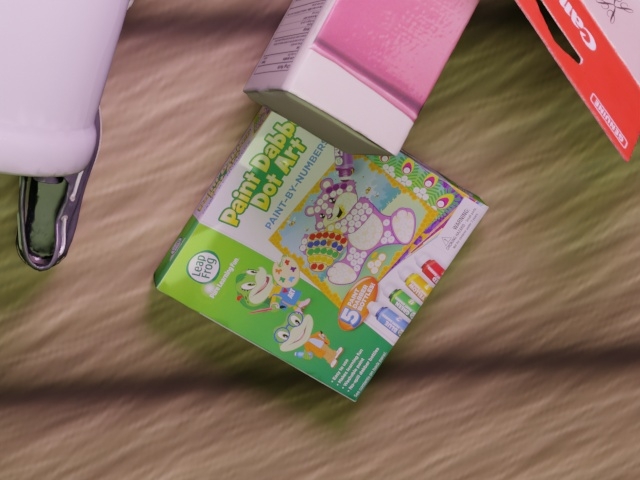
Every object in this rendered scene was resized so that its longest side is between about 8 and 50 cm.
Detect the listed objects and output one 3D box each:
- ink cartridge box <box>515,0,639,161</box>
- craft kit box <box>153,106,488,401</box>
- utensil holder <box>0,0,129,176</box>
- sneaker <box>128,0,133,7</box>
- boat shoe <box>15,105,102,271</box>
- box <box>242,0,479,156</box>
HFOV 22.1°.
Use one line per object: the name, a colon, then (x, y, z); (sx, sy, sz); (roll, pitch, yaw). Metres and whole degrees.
ink cartridge box: (0.257, -0.243, 1.522); (0.060, 0.239, 0.275); (-27, 108, 33)
craft kit box: (0.000, 0.000, 1.658); (0.246, 0.061, 0.250); (31, 100, -14)
utensil holder: (-0.300, -0.286, 1.362); (0.327, 0.327, 0.385); (15, 101, -13)
sneaker: (-0.186, -0.272, 1.523); (0.081, 0.094, 0.208); (28, 102, -17)
boat shoe: (-0.254, -0.067, 1.589); (0.075, 0.065, 0.206); (10, 105, -11)
box: (0.050, -0.207, 1.523); (0.127, 0.148, 0.232); (29, 85, -17)
